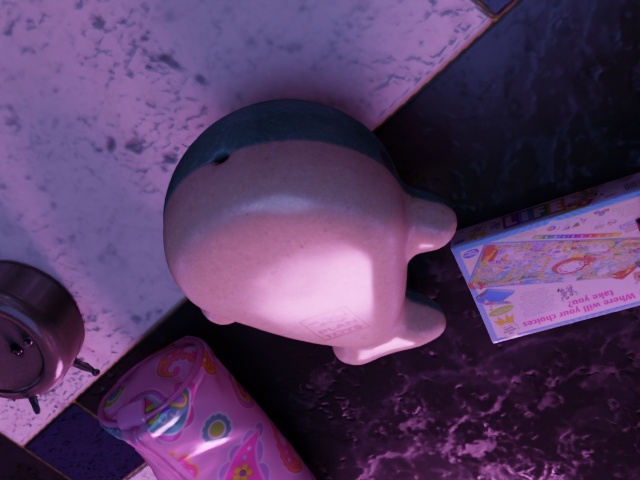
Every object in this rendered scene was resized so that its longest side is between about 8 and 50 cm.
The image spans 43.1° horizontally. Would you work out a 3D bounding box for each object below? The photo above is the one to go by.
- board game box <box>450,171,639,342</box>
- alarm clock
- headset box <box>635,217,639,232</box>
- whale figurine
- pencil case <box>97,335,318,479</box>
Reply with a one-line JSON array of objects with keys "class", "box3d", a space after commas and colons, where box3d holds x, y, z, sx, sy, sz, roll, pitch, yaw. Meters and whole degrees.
[{"class": "board game box", "box3d": [0.194, 0.017, 0.647, 0.154, 0.026, 0.103, -18, 117, 19]}, {"class": "alarm clock", "box3d": [-0.299, 0.072, 0.742, 0.129, 0.064, 0.192, -20, 113, 20]}, {"class": "headset box", "box3d": [0.378, 0.054, 0.577, 0.218, 0.110, 0.293, -25, 115, 13]}, {"class": "whale figurine", "box3d": [0.000, 0.000, 0.626, 0.216, 0.141, 0.272, -22, 140, 21]}, {"class": "pencil case", "box3d": [-0.082, 0.226, 0.768, 0.124, 0.124, 0.284, -22, 115, 21]}]
